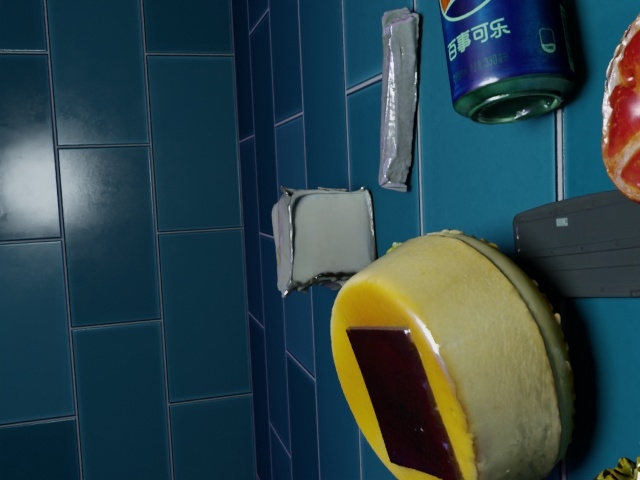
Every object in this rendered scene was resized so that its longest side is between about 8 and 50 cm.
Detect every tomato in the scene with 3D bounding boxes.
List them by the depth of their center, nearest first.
[{"bbox_3d":[0.262,-0.093,0.447,0.155,0.069,0.156,178,90,-77],"label":"tomato"}]

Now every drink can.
[{"bbox_3d":[0.175,-0.223,0.642,0.118,0.118,0.205,145,120,-72],"label":"drink can"}]

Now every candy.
[{"bbox_3d":[0.000,0.000,1.200,0.137,0.184,0.195,164,102,-69],"label":"candy"}]

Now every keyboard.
[{"bbox_3d":[0.235,0.012,0.648,0.381,0.041,0.104,168,99,-68],"label":"keyboard"}]

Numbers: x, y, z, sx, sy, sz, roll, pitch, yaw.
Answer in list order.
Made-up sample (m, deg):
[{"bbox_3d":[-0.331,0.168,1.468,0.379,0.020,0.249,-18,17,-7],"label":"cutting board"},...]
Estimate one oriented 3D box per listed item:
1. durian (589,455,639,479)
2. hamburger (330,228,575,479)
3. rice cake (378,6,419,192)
[{"bbox_3d":[0.232,0.255,0.346,0.258,0.258,0.293,-130,33,-64],"label":"durian"},{"bbox_3d":[0.140,0.129,0.709,0.300,0.176,0.300,44,144,46],"label":"hamburger"},{"bbox_3d":[0.113,-0.204,0.979,0.049,0.055,0.270,-124,31,-69],"label":"rice cake"}]
